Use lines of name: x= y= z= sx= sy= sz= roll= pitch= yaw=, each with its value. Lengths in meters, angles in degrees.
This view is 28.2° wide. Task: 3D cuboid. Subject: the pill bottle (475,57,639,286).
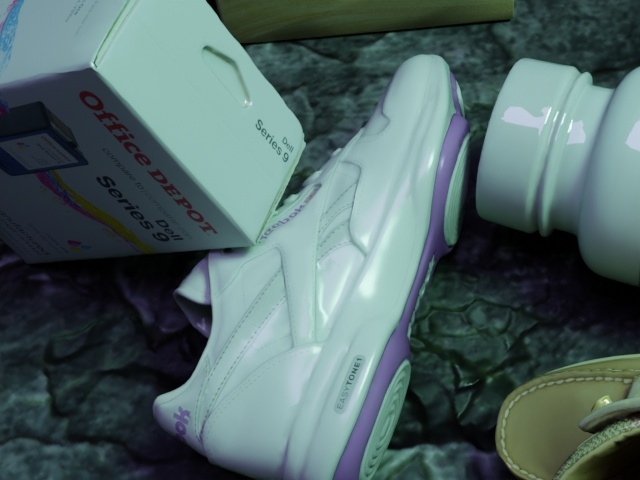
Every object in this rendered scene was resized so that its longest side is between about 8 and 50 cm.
pill bottle: x=0.215 y=-0.032 z=0.740 sx=0.229 sy=0.131 sz=0.131 roll=16 pitch=59 yaw=18

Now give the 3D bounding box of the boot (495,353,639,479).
boot: x=0.150 y=0.104 z=0.578 sx=0.262 sy=0.203 sz=0.095 roll=7 pitch=91 yaw=44

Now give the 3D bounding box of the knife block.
knife block: x=-0.030 y=-0.198 z=0.934 sx=0.276 sy=0.242 sz=0.088 roll=23 pitch=50 yaw=-31

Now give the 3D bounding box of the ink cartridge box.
ink cartridge box: x=-0.139 y=-0.069 z=0.758 sx=0.212 sy=0.154 sz=0.093 roll=-5 pitch=50 yaw=37

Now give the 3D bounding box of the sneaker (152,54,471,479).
sneaker: x=0.000 y=0.000 z=0.758 sx=0.152 sy=0.114 sz=0.305 roll=13 pitch=59 yaw=16
